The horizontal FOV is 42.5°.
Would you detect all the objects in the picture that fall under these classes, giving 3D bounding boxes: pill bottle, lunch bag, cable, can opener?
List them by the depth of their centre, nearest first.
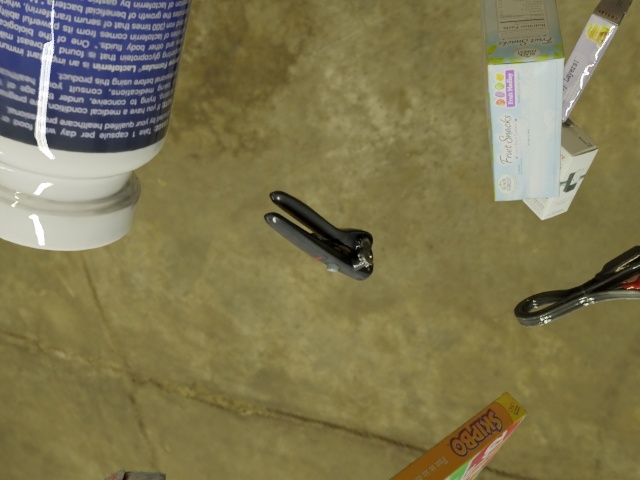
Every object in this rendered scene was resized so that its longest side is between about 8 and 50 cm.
[{"bbox_3d":[-0.171,-0.136,0.569,0.153,0.153,0.264,27,118,22],"label":"pill bottle"},{"bbox_3d":[0.000,0.000,0.909,0.073,0.186,0.059,-12,66,31],"label":"can opener"},{"bbox_3d":[-0.230,0.308,0.976,0.083,0.071,0.053,2,105,0],"label":"lunch bag"},{"bbox_3d":[0.456,0.088,1.315,0.287,0.139,0.072,-34,117,17],"label":"cable"}]

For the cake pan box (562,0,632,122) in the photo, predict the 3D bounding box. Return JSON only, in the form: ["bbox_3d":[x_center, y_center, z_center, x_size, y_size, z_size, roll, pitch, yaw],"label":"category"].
[{"bbox_3d":[0.605,-0.425,1.853,0.070,0.267,0.245,31,130,10],"label":"cake pan box"}]

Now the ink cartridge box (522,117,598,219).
[{"bbox_3d":[0.533,-0.177,1.916,0.153,0.087,0.208,53,149,33],"label":"ink cartridge box"}]

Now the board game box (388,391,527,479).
[{"bbox_3d":[0.072,0.229,0.715,0.039,0.259,0.124,47,137,26],"label":"board game box"}]

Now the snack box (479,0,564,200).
[{"bbox_3d":[0.194,-0.171,0.805,0.070,0.207,0.174,-4,139,11],"label":"snack box"}]
